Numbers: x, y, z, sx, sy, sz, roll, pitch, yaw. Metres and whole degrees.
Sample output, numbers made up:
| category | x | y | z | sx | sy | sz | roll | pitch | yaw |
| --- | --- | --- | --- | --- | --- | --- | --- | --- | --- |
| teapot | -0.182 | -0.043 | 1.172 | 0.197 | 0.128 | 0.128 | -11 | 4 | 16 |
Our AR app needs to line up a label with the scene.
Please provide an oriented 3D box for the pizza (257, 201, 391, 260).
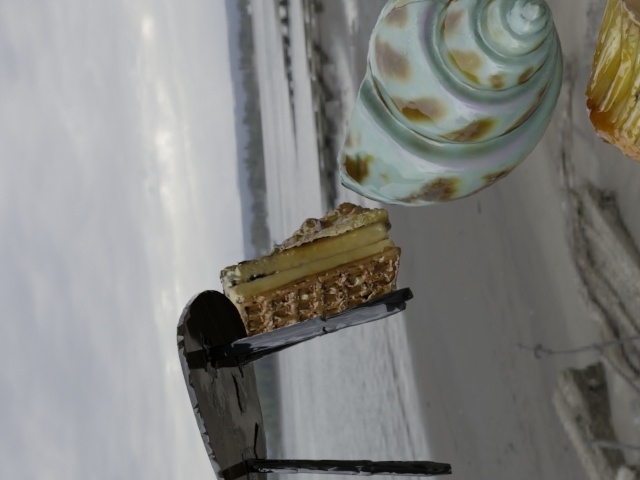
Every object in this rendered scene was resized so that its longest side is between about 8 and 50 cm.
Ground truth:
| category | x | y | z | sx | sy | sz | roll | pitch | yaw |
| --- | --- | --- | --- | --- | --- | --- | --- | --- | --- |
| pizza | -0.003 | 0.008 | 1.775 | 0.087 | 0.257 | 0.268 | 59 | 171 | -8 |

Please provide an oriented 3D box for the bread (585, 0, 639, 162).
| category | x | y | z | sx | sy | sz | roll | pitch | yaw |
| --- | --- | --- | --- | --- | --- | --- | --- | --- | --- |
| bread | 0.383 | -0.177 | 0.930 | 0.288 | 0.204 | 0.156 | -39 | -26 | -44 |

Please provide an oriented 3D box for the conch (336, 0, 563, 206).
| category | x | y | z | sx | sy | sz | roll | pitch | yaw |
| --- | --- | --- | --- | --- | --- | --- | --- | --- | --- |
| conch | 0.131 | -0.151 | 0.910 | 0.197 | 0.249 | 0.368 | 38 | 170 | 20 |

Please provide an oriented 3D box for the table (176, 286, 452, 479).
| category | x | y | z | sx | sy | sz | roll | pitch | yaw |
| --- | --- | --- | --- | --- | --- | --- | --- | --- | --- |
| table | 0.003 | 0.153 | 1.104 | 0.317 | 0.248 | 0.318 | -14 | -90 | -83 |

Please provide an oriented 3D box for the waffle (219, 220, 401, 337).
| category | x | y | z | sx | sy | sz | roll | pitch | yaw |
| --- | --- | --- | --- | --- | --- | --- | --- | --- | --- |
| waffle | -0.014 | 0.090 | 1.586 | 0.213 | 0.307 | 0.091 | 91 | 157 | -55 |
